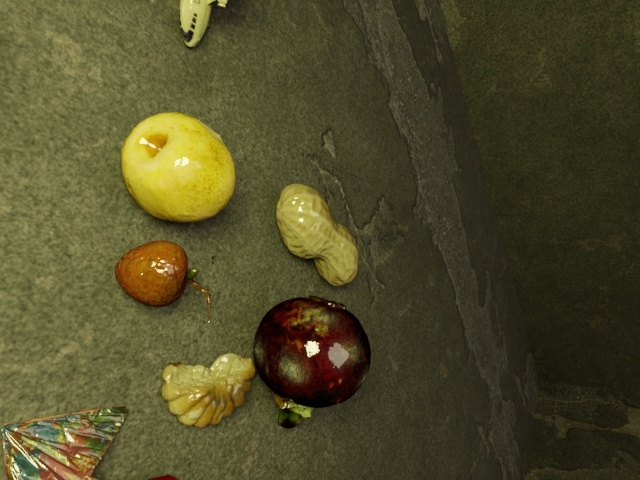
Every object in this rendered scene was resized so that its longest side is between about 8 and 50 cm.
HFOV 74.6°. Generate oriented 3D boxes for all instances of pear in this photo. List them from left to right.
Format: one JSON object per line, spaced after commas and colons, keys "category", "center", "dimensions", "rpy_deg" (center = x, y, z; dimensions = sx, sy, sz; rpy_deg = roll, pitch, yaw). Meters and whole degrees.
{"category": "pear", "center": [-0.214, -0.107, 0.658], "dimensions": [0.178, 0.178, 0.178], "rpy_deg": [11, 76, -51]}

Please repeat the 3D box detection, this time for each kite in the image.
{"category": "kite", "center": [-0.319, 0.289, 0.521], "dimensions": [0.189, 0.009, 0.232], "rpy_deg": [42, 26, -13]}

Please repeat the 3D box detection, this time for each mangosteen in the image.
{"category": "mangosteen", "center": [-0.025, 0.248, 0.812], "dimensions": [0.231, 0.231, 0.289], "rpy_deg": [2, 104, -52]}

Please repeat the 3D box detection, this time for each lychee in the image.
{"category": "lychee", "center": [-0.238, 0.055, 0.645], "dimensions": [0.140, 0.101, 0.114], "rpy_deg": [6, 112, -39]}

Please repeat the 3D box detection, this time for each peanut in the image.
{"category": "peanut", "center": [0.000, 0.000, 0.952], "dimensions": [0.136, 0.120, 0.298], "rpy_deg": [-52, 129, -13]}

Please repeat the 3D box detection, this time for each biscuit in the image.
{"category": "biscuit", "center": [-0.180, 0.259, 0.723], "dimensions": [0.183, 0.061, 0.118], "rpy_deg": [4, 83, -53]}

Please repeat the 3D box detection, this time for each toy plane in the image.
{"category": "toy plane", "center": [-0.207, -0.475, 0.730], "dimensions": [0.104, 0.242, 0.256], "rpy_deg": [-71, 176, -58]}

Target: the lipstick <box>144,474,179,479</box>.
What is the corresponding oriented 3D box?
{"category": "lipstick", "center": [-0.311, 0.358, 0.526], "dimensions": [0.280, 0.073, 0.073], "rpy_deg": [20, 69, -48]}
